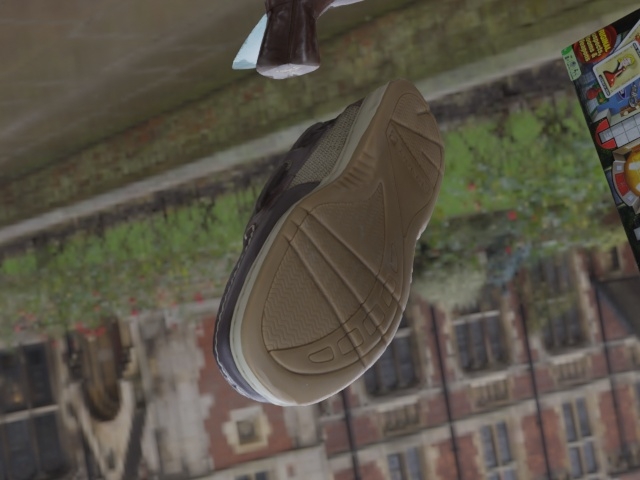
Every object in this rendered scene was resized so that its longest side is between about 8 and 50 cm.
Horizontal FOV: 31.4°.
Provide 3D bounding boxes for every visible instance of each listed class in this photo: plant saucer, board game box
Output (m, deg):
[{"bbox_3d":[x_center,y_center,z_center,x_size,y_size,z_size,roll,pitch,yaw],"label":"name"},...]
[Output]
[{"bbox_3d":[-0.034,-0.277,1.412,0.195,0.037,0.195,-49,-178,3],"label":"plant saucer"},{"bbox_3d":[0.271,-0.058,0.809,0.136,0.260,0.030,-26,152,25],"label":"board game box"}]

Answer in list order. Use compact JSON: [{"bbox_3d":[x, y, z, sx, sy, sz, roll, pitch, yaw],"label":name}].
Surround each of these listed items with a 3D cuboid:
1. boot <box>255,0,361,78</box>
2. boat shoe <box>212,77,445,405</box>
[{"bbox_3d":[-0.001,-0.184,0.983,0.106,0.114,0.037,-6,138,9],"label":"boot"},{"bbox_3d":[0.000,0.000,0.712,0.092,0.103,0.285,-20,-151,36],"label":"boat shoe"}]
